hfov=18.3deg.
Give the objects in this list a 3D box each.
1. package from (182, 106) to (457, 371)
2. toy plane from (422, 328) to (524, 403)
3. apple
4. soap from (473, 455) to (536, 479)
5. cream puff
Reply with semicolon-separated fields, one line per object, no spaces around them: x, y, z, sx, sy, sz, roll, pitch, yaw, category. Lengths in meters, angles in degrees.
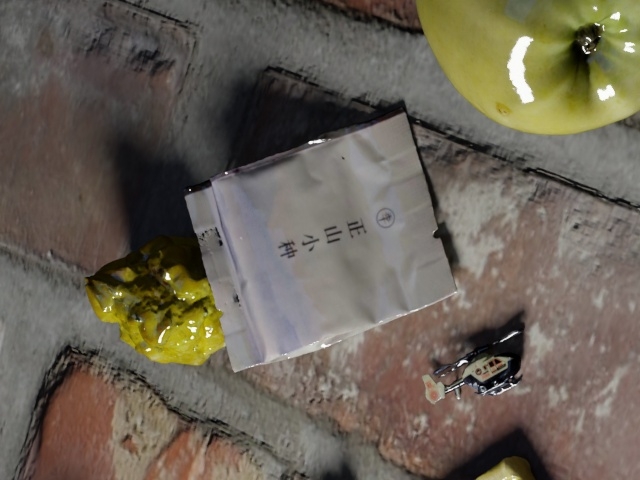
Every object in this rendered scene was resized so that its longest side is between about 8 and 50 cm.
0.000;0.000;1.983;0.251;0.062;0.203;-19;80;17;package
0.150;0.128;1.902;0.121;0.031;0.049;-31;70;26;toy plane
0.207;-0.225;1.728;0.262;0.262;0.262;1;91;32;apple
0.120;0.310;1.919;0.252;0.037;0.092;-39;72;26;soap
-0.165;0.061;2.048;0.146;0.116;0.146;-2;87;34;cream puff
